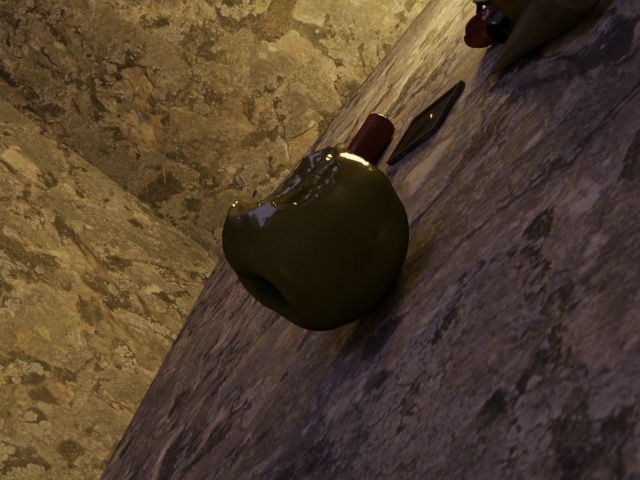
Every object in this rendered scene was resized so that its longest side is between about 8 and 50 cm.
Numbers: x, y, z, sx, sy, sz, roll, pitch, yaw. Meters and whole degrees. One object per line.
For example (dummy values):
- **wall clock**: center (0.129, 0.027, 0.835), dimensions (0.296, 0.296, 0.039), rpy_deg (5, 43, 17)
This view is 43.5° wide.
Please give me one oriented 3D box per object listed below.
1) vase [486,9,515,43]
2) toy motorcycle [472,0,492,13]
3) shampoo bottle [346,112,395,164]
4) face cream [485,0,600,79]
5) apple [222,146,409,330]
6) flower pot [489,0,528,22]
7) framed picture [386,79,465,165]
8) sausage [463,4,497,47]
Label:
- **vase**: center (0.406, -0.487, 1.589), dimensions (0.211, 0.060, 0.060), rpy_deg (-55, 9, -11)
- **toy motorcycle**: center (0.385, -0.578, 1.787), dimensions (0.263, 0.091, 0.157), rpy_deg (-61, -30, -68)
- **shampoo bottle**: center (0.095, -0.204, 1.990), dimensions (0.244, 0.085, 0.085), rpy_deg (-57, 10, -19)
- **face cream**: center (0.359, -0.360, 1.320), dimensions (0.137, 0.084, 0.341), rpy_deg (-54, 2, -4)
- **apple**: center (0.000, 0.000, 1.184), dimensions (0.279, 0.279, 0.279), rpy_deg (-51, 9, 12)
- **flower pot**: center (0.391, -0.514, 1.423), dimensions (0.179, 0.195, 0.195), rpy_deg (-21, 30, 46)
- **framed picture**: center (0.225, -0.250, 1.728), dimensions (0.150, 0.015, 0.203), rpy_deg (-57, 11, -27)
- **sausage**: center (0.352, -0.450, 1.687), dimensions (0.076, 0.076, 0.141), rpy_deg (-55, 8, -15)
